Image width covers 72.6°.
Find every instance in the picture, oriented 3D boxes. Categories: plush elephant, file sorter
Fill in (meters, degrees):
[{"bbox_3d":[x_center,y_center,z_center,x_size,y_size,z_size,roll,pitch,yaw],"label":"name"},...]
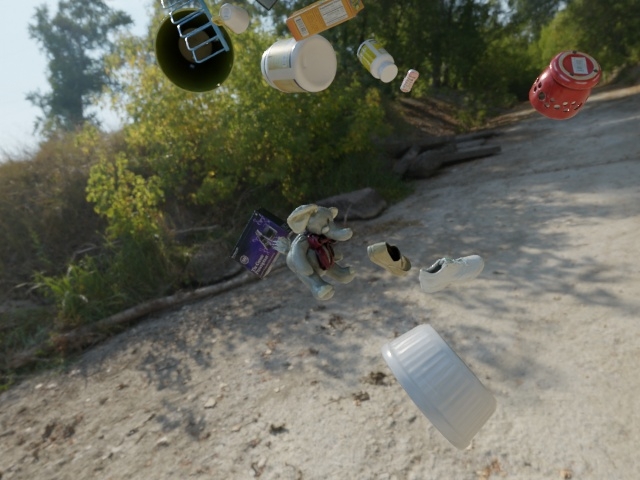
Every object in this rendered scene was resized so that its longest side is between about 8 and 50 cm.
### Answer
[{"bbox_3d":[0.000,0.000,1.530,0.330,0.256,0.271,35,25,22],"label":"plush elephant"},{"bbox_3d":[-0.350,-0.609,1.219,0.104,0.170,0.118,-27,47,2],"label":"file sorter"}]

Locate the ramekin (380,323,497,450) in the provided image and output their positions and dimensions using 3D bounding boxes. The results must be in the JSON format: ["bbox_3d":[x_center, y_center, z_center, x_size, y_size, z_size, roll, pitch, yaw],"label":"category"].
[{"bbox_3d":[0.268,0.307,0.970,0.127,0.273,0.273,-42,12,4],"label":"ramekin"}]

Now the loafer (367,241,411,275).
[{"bbox_3d":[0.311,0.078,1.845,0.092,0.102,0.268,-28,-35,37],"label":"loafer"}]

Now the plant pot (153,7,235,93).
[{"bbox_3d":[-0.470,-0.723,1.634,0.274,0.275,0.293,-17,32,-6],"label":"plant pot"}]

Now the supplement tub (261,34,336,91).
[{"bbox_3d":[-0.103,-0.774,1.923,0.228,0.228,0.316,-23,27,-30],"label":"supplement tub"}]

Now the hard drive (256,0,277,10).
[{"bbox_3d":[-0.228,-0.974,1.697,0.094,0.135,0.022,-55,7,-9],"label":"hard drive"}]

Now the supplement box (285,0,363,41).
[{"bbox_3d":[0.010,-0.685,1.319,0.233,0.080,0.078,0,45,39],"label":"supplement box"}]

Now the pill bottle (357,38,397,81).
[{"bbox_3d":[0.146,-0.453,1.104,0.065,0.065,0.116,-19,55,-14],"label":"pill bottle"}]

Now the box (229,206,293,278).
[{"bbox_3d":[-0.262,0.011,1.956,0.261,0.184,0.103,-58,-5,19],"label":"box"}]

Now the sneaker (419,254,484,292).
[{"bbox_3d":[0.406,0.084,1.343,0.212,0.094,0.080,-23,32,-4],"label":"sneaker"}]

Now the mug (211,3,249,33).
[{"bbox_3d":[-0.223,-0.546,1.074,0.078,0.062,0.064,-37,-2,20],"label":"mug"}]

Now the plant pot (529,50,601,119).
[{"bbox_3d":[0.871,-0.560,1.552,0.191,0.191,0.174,-16,-25,-4],"label":"plant pot"}]

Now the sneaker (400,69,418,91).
[{"bbox_3d":[0.400,-0.711,1.959,0.050,0.070,0.134,19,-4,-6],"label":"sneaker"}]
